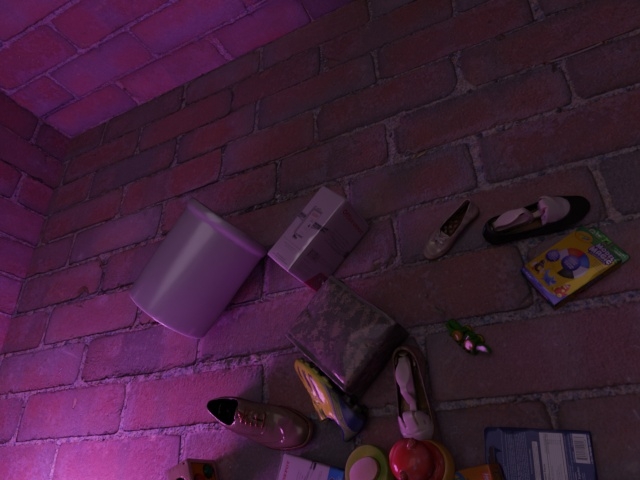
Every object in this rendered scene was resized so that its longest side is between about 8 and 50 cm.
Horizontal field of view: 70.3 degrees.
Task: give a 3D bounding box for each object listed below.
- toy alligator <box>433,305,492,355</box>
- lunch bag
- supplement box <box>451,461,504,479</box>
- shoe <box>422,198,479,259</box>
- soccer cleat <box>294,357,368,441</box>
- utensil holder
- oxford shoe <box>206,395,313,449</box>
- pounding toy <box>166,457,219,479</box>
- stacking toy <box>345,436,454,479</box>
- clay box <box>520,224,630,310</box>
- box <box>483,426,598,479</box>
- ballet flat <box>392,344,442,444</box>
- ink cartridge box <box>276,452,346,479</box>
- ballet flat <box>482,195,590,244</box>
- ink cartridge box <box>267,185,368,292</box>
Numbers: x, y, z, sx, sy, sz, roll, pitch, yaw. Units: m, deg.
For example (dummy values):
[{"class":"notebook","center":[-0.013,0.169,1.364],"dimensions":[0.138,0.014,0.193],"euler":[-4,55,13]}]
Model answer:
[{"class":"toy alligator","center":[0.369,0.250,1.210],"dimensions":[0.189,0.056,0.052],"euler":[40,128,39]},{"class":"lunch bag","center":[0.063,0.262,1.307],"dimensions":[0.287,0.169,0.235],"euler":[35,85,34]},{"class":"supplement box","center":[0.299,0.572,1.034],"dimensions":[0.233,0.080,0.078],"euler":[-29,52,24]},{"class":"shoe","center":[0.380,-0.035,1.349],"dimensions":[0.219,0.058,0.076],"euler":[-47,51,0]},{"class":"soccer cleat","center":[0.007,0.444,1.290],"dimensions":[0.289,0.093,0.121],"euler":[33,91,39]},{"class":"utensil holder","center":[-0.420,0.099,1.588],"dimensions":[0.327,0.327,0.386],"euler":[31,86,38]},{"class":"oxford shoe","center":[-0.188,0.533,1.330],"dimensions":[0.347,0.130,0.123],"euler":[-2,64,30]},{"class":"pounding toy","center":[-0.361,0.737,1.289],"dimensions":[0.094,0.181,0.206],"euler":[-35,53,9]},{"class":"stacking toy","center":[0.136,0.588,1.011],"dimensions":[0.279,0.130,0.309],"euler":[-11,54,37]},{"class":"clay box","center":[0.641,0.059,1.149],"dimensions":[0.222,0.053,0.128],"euler":[-38,52,8]},{"class":"box","center":[0.486,0.493,1.015],"dimensions":[0.225,0.036,0.137],"euler":[-9,61,28]},{"class":"ballet flat","center":[0.232,0.419,1.161],"dimensions":[0.107,0.106,0.316],"euler":[-20,57,20]},{"class":"ink cartridge box","center":[-0.019,0.657,1.195],"dimensions":[0.190,0.082,0.140],"euler":[0,65,32]},{"class":"ballet flat","center":[0.577,-0.061,1.224],"dimensions":[0.280,0.096,0.096],"euler":[-23,55,18]},{"class":"ink cartridge box","center":[0.000,0.000,1.459],"dimensions":[0.117,0.207,0.283],"euler":[36,86,37]}]
